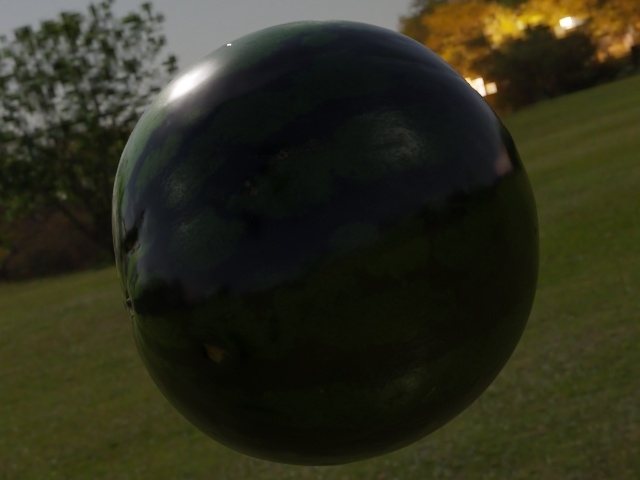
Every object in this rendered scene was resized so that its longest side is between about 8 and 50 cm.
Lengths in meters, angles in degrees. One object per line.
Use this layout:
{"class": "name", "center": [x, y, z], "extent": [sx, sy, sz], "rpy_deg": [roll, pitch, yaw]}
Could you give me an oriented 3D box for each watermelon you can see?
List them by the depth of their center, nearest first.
{"class": "watermelon", "center": [0.000, 0.000, 0.778], "extent": [0.285, 0.285, 0.285], "rpy_deg": [-15, 5, 1]}
